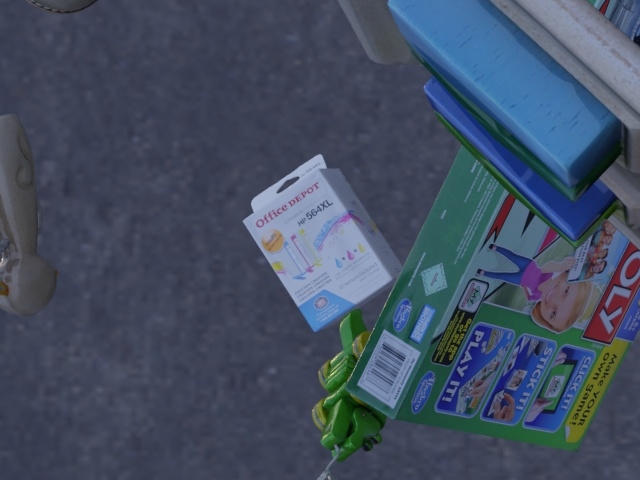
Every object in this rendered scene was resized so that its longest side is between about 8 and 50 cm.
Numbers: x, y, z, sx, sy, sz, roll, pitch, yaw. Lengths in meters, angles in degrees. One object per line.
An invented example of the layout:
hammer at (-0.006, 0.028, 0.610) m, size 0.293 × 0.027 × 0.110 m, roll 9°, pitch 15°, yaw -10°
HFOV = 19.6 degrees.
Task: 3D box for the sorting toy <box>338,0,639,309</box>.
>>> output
sorting toy at (0.081, -0.006, 0.457) m, size 0.208 × 0.193 × 0.038 m, roll 39°, pitch 89°, yaw 12°

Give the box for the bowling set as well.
bowling set at (-0.290, 0.025, 1.085) m, size 0.200 × 0.287 × 0.154 m, roll -8°, pitch 97°, yaw 23°

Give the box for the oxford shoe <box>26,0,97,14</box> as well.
oxford shoe at (-0.130, -0.301, 1.248) m, size 0.130 × 0.123 × 0.348 m, roll -113°, pitch 43°, yaw -61°

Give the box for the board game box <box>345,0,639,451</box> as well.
board game box at (0.158, -0.029, 1.126) m, size 0.046 × 0.213 × 0.317 m, roll 31°, pitch 100°, yaw 39°

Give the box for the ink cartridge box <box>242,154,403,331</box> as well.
ink cartridge box at (0.000, 0.000, 1.738) m, size 0.092 × 0.090 × 0.143 m, roll -35°, pitch 85°, yaw 11°

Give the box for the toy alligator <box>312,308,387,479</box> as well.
toy alligator at (0.029, 0.131, 1.386) m, size 0.056 × 0.051 × 0.189 m, roll -43°, pitch 25°, yaw 38°
